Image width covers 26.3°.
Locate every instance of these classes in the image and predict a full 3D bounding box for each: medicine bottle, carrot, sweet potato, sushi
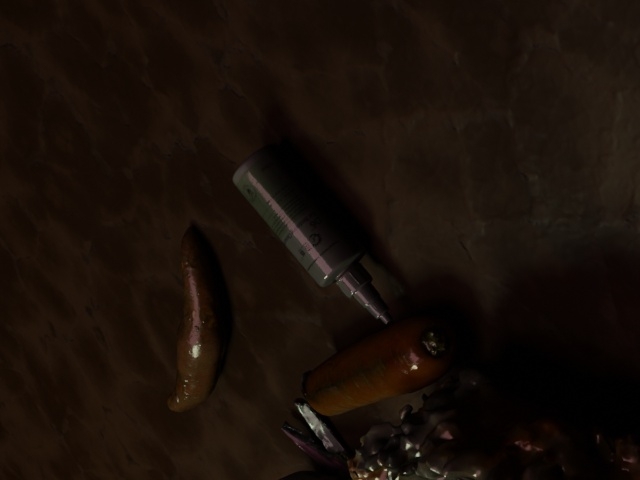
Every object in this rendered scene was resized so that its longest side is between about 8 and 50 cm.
[{"bbox_3d":[0.000,0.000,1.267,0.199,0.058,0.057,50,145,10],"label":"medicine bottle"},{"bbox_3d":[0.058,0.117,1.281,0.067,0.067,0.225,58,147,-1],"label":"carrot"},{"bbox_3d":[-0.135,0.108,1.519,0.078,0.058,0.255,53,147,44],"label":"sweet potato"},{"bbox_3d":[0.182,0.299,1.174,0.417,0.176,0.417,33,141,31],"label":"sushi"}]

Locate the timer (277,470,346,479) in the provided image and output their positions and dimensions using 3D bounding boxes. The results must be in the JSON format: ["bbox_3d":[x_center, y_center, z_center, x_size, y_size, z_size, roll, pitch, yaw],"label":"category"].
[{"bbox_3d":[0.023,0.339,1.430,0.208,0.069,0.190,0,104,58],"label":"timer"}]

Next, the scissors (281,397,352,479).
[{"bbox_3d":[0.031,0.245,1.454,0.187,0.020,0.133,43,140,17],"label":"scissors"}]
